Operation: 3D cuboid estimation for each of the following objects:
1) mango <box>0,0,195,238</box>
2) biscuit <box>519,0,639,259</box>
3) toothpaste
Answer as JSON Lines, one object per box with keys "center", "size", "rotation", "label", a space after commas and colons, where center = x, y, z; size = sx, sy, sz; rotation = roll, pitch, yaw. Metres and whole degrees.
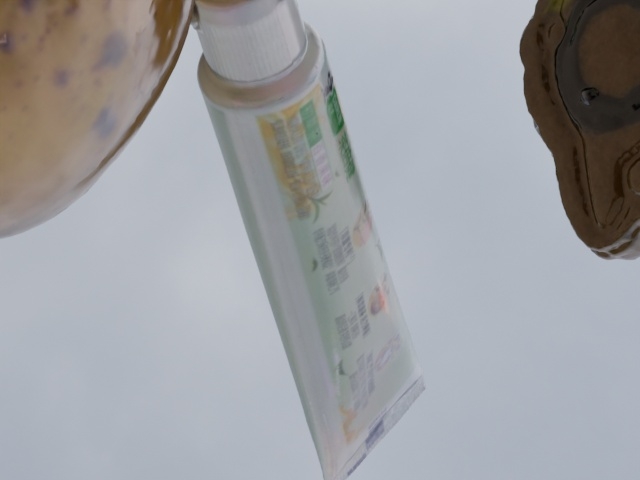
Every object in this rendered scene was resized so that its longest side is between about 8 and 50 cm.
{"center": [-0.113, -0.134, 0.551], "size": [0.160, 0.191, 0.290], "rotation": [-10, -140, 20], "label": "mango"}
{"center": [0.193, -0.098, 0.955], "size": [0.208, 0.041, 0.290], "rotation": [-22, -114, 36], "label": "biscuit"}
{"center": [0.000, 0.000, 0.791], "size": [0.058, 0.314, 0.056], "rotation": [-12, -131, 3], "label": "toothpaste"}
